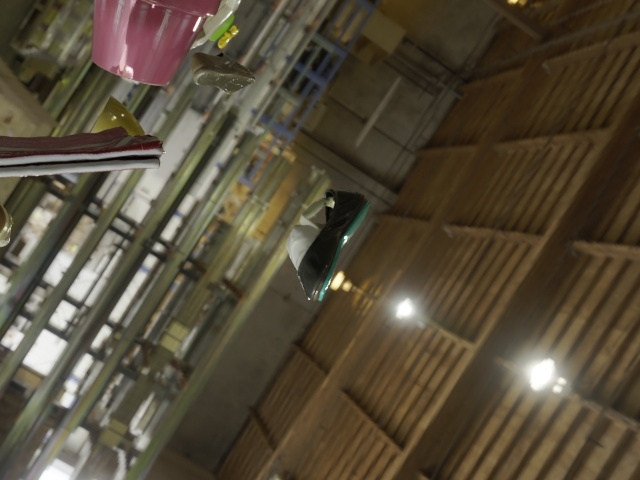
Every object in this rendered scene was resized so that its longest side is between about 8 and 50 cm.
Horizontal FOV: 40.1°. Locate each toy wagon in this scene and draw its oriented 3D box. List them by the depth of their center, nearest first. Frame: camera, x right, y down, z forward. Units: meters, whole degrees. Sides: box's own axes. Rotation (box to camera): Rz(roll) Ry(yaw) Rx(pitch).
[{"bbox_3d":[-0.256,-0.516,1.963,0.267,0.068,0.344,-46,175,1],"label":"toy wagon"}]

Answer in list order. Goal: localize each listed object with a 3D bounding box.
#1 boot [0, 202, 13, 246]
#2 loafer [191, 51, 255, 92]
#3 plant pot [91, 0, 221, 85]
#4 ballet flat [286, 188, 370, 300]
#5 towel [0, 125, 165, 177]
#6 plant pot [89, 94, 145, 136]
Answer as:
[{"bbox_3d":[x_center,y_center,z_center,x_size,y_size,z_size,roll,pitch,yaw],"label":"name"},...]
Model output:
[{"bbox_3d":[-0.496,-0.031,1.277,0.077,0.213,0.165,-59,154,-14],"label":"boot"},{"bbox_3d":[-0.156,-0.274,1.413,0.056,0.050,0.148,-23,172,24],"label":"loafer"},{"bbox_3d":[-0.269,-0.347,1.360,0.201,0.201,0.180,-93,-157,-70],"label":"plant pot"},{"bbox_3d":[0.000,0.000,1.445,0.280,0.096,0.095,-60,173,-55],"label":"ballet flat"},{"bbox_3d":[-0.319,-0.103,1.004,0.329,0.237,0.037,-157,-117,-69],"label":"towel"},{"bbox_3d":[-0.410,-0.209,1.758,0.134,0.095,0.134,-52,-161,26],"label":"plant pot"}]
